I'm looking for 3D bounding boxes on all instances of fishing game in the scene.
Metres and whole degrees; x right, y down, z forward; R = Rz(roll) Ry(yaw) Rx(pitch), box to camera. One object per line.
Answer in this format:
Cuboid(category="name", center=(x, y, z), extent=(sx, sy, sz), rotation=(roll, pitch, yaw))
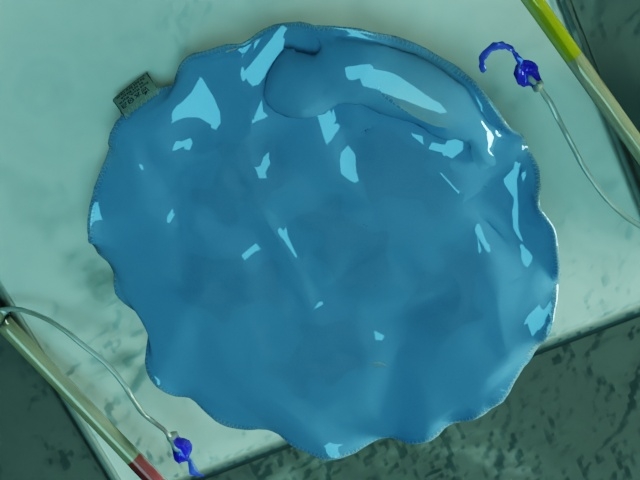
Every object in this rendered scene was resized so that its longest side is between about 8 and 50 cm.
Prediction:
Cuboid(category="fishing game", center=(0.000, 0.000, 0.732), extent=(0.264, 0.041, 0.189), rotation=(-36, 108, 22))
